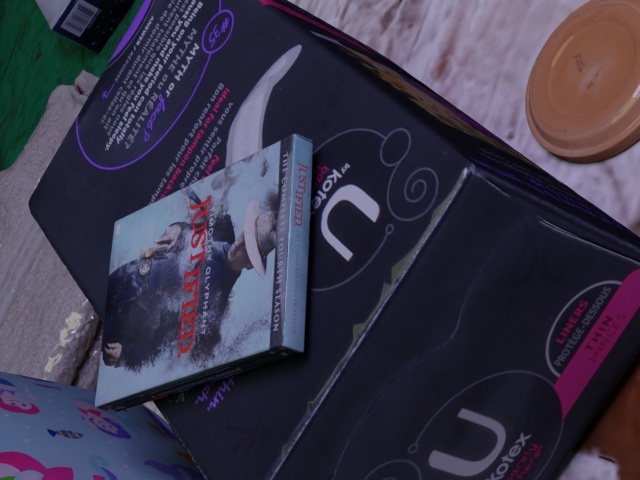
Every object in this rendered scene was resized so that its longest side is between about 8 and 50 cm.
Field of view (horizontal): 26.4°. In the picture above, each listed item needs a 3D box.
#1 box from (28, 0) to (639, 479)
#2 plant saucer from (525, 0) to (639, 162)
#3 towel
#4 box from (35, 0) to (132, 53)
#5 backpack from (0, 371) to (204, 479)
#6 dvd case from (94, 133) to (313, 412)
[{"bbox_3d":[0.000,0.000,0.621,0.165,0.143,0.270,-58,38,11],"label":"box"},{"bbox_3d":[0.126,-0.076,0.623,0.083,0.013,0.083,-27,50,38],"label":"plant saucer"},{"bbox_3d":[-0.181,0.028,0.897,0.187,0.049,0.282,25,90,53],"label":"towel"},{"bbox_3d":[-0.142,-0.276,1.024,0.233,0.044,0.159,-52,39,15],"label":"box"},{"bbox_3d":[-0.132,0.174,0.617,0.253,0.225,0.191,42,108,47],"label":"backpack"},{"bbox_3d":[-0.048,0.016,0.542,0.119,0.013,0.087,-20,58,43],"label":"dvd case"}]
